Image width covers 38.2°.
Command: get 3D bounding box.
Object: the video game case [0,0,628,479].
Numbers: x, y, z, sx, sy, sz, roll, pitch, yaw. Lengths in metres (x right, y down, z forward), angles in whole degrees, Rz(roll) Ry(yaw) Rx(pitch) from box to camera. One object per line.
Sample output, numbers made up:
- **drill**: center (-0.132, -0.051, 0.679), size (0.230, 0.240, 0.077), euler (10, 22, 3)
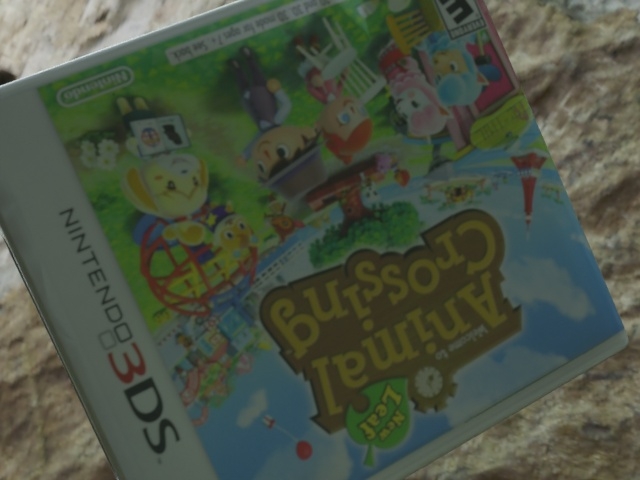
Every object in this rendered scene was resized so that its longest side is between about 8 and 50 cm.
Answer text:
- **video game case**: center (0.000, 0.000, 0.358), size (0.193, 0.213, 0.023), euler (66, -19, -3)
